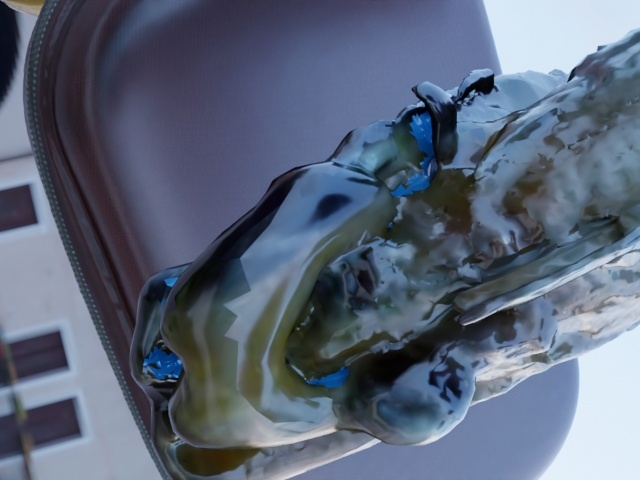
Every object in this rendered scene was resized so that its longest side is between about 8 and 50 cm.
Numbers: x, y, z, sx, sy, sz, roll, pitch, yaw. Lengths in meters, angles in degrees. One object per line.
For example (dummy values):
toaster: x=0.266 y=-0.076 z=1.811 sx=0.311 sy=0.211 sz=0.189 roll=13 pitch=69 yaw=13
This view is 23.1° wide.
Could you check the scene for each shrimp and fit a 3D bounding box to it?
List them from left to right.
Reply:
shrimp: x=0.121 y=-0.044 z=0.579 sx=0.221 sy=0.445 sz=0.110 roll=3 pitch=-65 yaw=57

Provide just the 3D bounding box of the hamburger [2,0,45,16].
hamburger: x=-0.153 y=-0.272 z=1.094 sx=0.276 sy=0.276 sz=0.237 roll=63 pitch=2 yaw=35

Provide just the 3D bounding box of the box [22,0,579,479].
box: x=0.000 y=0.000 z=0.848 sx=0.108 sy=0.263 sz=0.404 roll=32 pitch=-37 yaw=59
